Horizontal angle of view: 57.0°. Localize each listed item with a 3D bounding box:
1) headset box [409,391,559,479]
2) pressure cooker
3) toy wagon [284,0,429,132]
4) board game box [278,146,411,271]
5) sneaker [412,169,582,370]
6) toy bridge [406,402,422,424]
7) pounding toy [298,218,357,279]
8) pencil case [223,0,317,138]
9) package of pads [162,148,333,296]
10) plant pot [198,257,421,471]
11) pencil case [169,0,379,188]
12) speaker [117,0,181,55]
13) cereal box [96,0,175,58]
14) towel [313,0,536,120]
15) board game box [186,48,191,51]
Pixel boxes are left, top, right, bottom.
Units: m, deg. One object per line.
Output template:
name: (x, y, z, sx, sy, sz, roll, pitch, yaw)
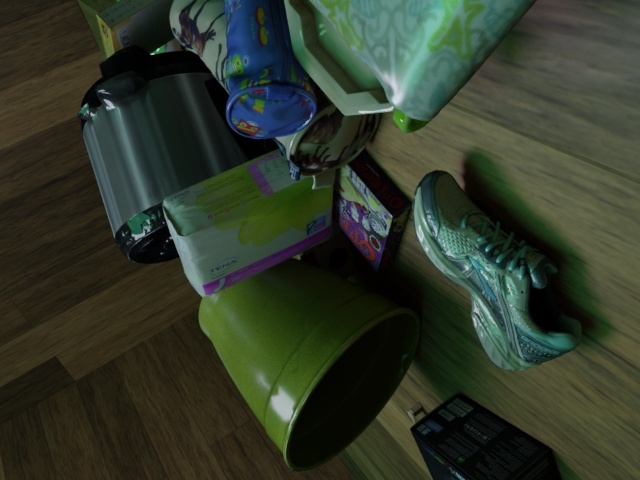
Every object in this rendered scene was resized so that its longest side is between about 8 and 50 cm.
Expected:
headset box: (0.324, 0.469, 1.089, 0.246, 0.131, 0.283, 22, 140, 63)
pressure cooker: (-0.306, -0.199, 1.254, 0.370, 0.375, 0.421, -37, 70, 54)
toy wagon: (0.070, -0.289, 0.592, 0.267, 0.068, 0.344, 52, 141, 19)
board game box: (0.029, -0.124, 1.090, 0.347, 0.056, 0.208, 52, 165, 23)
sneaker: (0.228, 0.024, 0.737, 0.283, 0.110, 0.122, 57, 145, -1)
toy bridge: (0.259, 0.457, 1.356, 0.188, 0.063, 0.026, 43, 156, 40)
pounding toy: (0.003, -0.001, 1.270, 0.181, 0.094, 0.206, 38, 153, 50)
pencil case: (-0.080, -0.296, 0.803, 0.133, 0.119, 0.306, 123, 141, -67)
package of pads: (-0.118, -0.038, 1.060, 0.101, 0.296, 0.229, 55, 162, 28)
plant pot: (-0.049, 0.194, 1.186, 0.353, 0.366, 0.367, 36, 152, 31)
pencil case: (-0.089, -0.275, 0.966, 0.410, 0.159, 0.184, 50, 131, 25)
speaker: (-0.449, -0.592, 1.507, 0.131, 0.131, 0.297, 46, 158, 36)
cereal box: (-0.346, -0.468, 1.234, 0.047, 0.240, 0.173, 48, 161, 2)
towel: (0.063, -0.335, 0.453, 0.374, 0.090, 0.320, 56, 145, 15)
board game box: (-0.264, -0.416, 1.439, 0.260, 0.039, 0.124, 64, 161, -4)
